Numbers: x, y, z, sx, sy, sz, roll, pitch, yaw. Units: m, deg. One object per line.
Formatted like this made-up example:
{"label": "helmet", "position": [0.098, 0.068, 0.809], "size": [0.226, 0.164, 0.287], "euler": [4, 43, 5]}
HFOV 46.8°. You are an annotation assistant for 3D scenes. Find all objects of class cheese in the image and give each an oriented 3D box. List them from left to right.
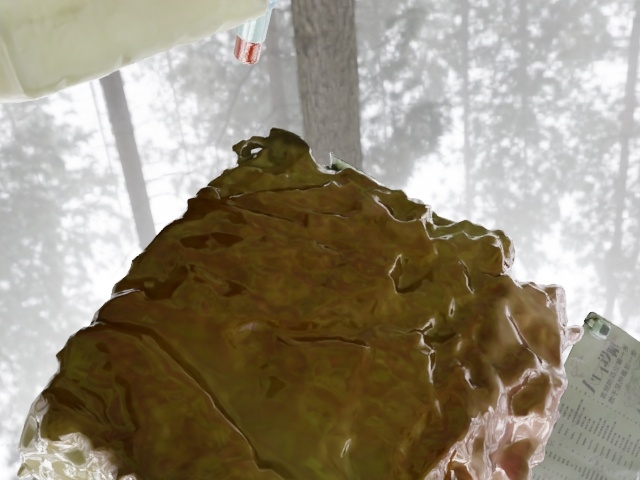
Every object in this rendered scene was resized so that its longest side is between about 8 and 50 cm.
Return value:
{"label": "cheese", "position": [-0.216, -0.212, 0.592], "size": [0.243, 0.123, 0.265], "euler": [16, -144, 33]}

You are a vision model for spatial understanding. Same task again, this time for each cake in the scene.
{"label": "cake", "position": [-0.007, 0.149, 0.510], "size": [0.293, 0.306, 0.314], "euler": [22, -139, 14]}

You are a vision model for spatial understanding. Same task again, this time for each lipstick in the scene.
{"label": "lipstick", "position": [-0.071, -0.295, 0.869], "size": [0.061, 0.274, 0.068], "euler": [23, -115, -3]}

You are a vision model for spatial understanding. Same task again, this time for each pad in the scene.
{"label": "pad", "position": [0.295, 0.227, 0.806], "size": [0.160, 0.265, 0.009], "euler": [30, 174, -19]}

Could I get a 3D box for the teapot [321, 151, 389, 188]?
{"label": "teapot", "position": [0.000, 0.000, 1.133], "size": [0.183, 0.251, 0.183], "euler": [30, -175, -3]}
